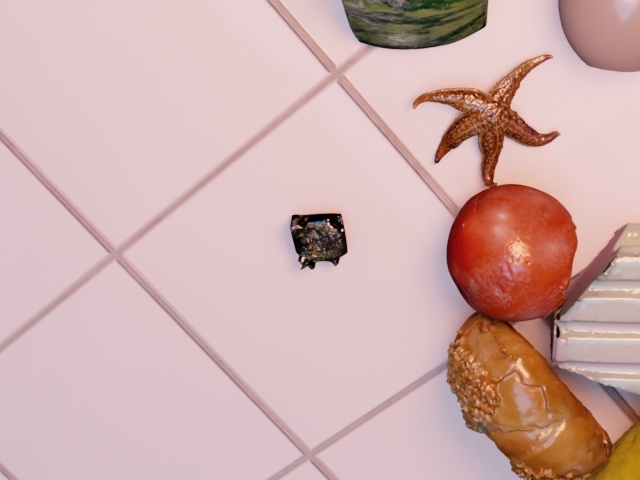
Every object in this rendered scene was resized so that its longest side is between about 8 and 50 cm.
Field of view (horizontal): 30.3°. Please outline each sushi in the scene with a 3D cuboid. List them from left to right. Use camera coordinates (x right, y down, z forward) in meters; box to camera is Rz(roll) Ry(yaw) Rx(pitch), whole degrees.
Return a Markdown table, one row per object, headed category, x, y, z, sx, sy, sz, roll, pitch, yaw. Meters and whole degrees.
| category | x | y | z | sx | sy | sz | roll | pitch | yaw |
| --- | --- | --- | --- | --- | --- | --- | --- | --- | --- |
| sushi | 0.000 | 0.000 | 1.902 | 0.083 | 0.056 | 0.084 | -10 | 111 | 6 |

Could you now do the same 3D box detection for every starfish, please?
| category | x | y | z | sx | sy | sz | roll | pitch | yaw |
| --- | --- | --- | --- | --- | --- | --- | --- | --- | --- |
| starfish | 0.255 | -0.190 | 1.771 | 0.213 | 0.057 | 0.238 | 30 | 117 | -13 |

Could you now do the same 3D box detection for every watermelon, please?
| category | x | y | z | sx | sy | sz | roll | pitch | yaw |
| --- | --- | --- | --- | --- | --- | --- | --- | --- | --- |
| watermelon | 0.135 | -0.389 | 1.671 | 0.213 | 0.201 | 0.261 | 4 | 156 | 7 |

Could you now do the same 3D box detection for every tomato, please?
| category | x | y | z | sx | sy | sz | roll | pitch | yaw |
| --- | --- | --- | --- | --- | --- | --- | --- | --- | --- |
| tomato | 0.282 | 0.019 | 1.778 | 0.184 | 0.208 | 0.208 | 11 | 116 | 0 |

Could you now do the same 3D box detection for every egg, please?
| category | x | y | z | sx | sy | sz | roll | pitch | yaw |
| --- | --- | --- | --- | --- | --- | --- | --- | --- | --- |
| egg | 0.415 | -0.348 | 1.606 | 0.176 | 0.176 | 0.231 | 9 | 108 | 5 |

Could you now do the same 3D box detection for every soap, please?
| category | x | y | z | sx | sy | sz | roll | pitch | yaw |
| --- | --- | --- | --- | --- | --- | --- | --- | --- | --- |
| soap | 0.577 | 0.111 | 1.798 | 0.446 | 0.156 | 0.261 | 0 | 115 | 9 |

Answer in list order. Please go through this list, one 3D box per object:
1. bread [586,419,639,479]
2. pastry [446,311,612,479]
| category | x | y | z | sx | sy | sz | roll | pitch | yaw |
| --- | --- | --- | --- | --- | --- | --- | --- | --- | --- |
| bread | 0.566 | 0.434 | 1.858 | 0.348 | 0.348 | 0.307 | 27 | 106 | -3 |
| pastry | 0.308 | 0.259 | 1.858 | 0.162 | 0.255 | 0.311 | -43 | 101 | -1 |
